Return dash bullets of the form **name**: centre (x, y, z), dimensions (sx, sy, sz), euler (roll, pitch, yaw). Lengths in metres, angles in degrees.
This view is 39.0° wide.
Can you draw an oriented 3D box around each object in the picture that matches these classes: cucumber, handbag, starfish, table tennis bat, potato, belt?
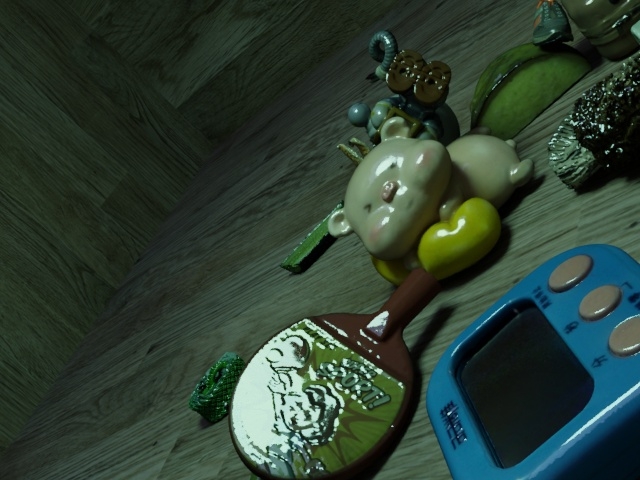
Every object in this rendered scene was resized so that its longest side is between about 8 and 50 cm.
- **cucumber**: centre (0.000, 0.000, 2.101), dimensions (0.220, 0.046, 0.070), euler (-47, 20, 0)
- **handbag**: centre (0.596, -0.500, 1.693), dimensions (0.302, 0.149, 0.283), euler (-42, 20, 16)
- **starfish**: centre (0.109, -0.115, 1.871), dimensions (0.048, 0.231, 0.295), euler (-29, -5, -12)
- **table tennis bat**: centre (0.038, 0.197, 1.377), dimensions (0.268, 0.051, 0.415), euler (31, 65, 33)
- **potato**: centre (0.386, -0.325, 1.845), dimensions (0.269, 0.112, 0.255), euler (-39, 18, 14)
- **belt**: centre (-0.211, 0.295, 1.866), dimensions (0.151, 0.079, 0.121), euler (-52, 18, -20)

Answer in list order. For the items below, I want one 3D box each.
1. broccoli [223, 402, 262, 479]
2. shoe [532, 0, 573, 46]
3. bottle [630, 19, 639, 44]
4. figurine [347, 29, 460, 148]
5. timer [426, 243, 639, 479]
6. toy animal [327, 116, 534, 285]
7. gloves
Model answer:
- **broccoli**: centre (-0.067, 0.329, 1.431), dimensions (0.165, 0.145, 0.304), euler (-19, 41, 36)
- **shoe**: centre (0.437, -0.417, 1.723), dimensions (0.074, 0.077, 0.194), euler (-6, 17, 11)
- **bottle**: centre (0.622, -0.380, 1.434), dimensions (0.245, 0.104, 0.104), euler (-41, 18, 18)
- **figurine**: centre (0.184, -0.225, 1.762), dimensions (0.186, 0.261, 0.382), euler (-51, -13, -7)
- **timer**: centre (0.271, 0.159, 1.024), dimensions (0.309, 0.115, 0.340), euler (-42, 18, 9)
- **toy animal**: centre (0.185, -0.089, 1.544), dimensions (0.345, 0.247, 0.277), euler (-46, 19, -1)
- **gloves**: centre (0.466, -0.197, 1.323), dimensions (0.210, 0.135, 0.312), euler (-30, -9, -17)
